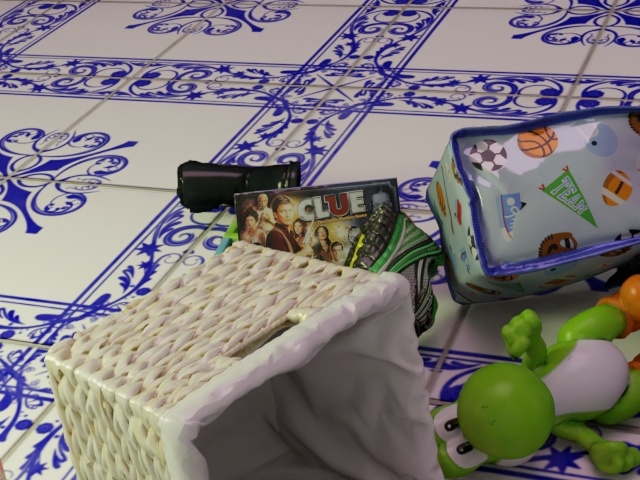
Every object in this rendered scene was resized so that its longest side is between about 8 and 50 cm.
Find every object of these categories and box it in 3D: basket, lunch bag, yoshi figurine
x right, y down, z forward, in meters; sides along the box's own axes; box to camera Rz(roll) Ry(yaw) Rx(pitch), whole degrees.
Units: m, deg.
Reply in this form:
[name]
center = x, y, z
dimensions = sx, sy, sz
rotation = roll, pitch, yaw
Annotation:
[basket]
center = -0.075, 0.218, 1.324
dimensions = 0.328, 0.331, 0.266
rotation = -31, 31, -36
[lunch bag]
center = 0.365, -0.047, 1.660
dimensions = 0.385, 0.239, 0.328
rotation = -13, -8, -4
[yoshi figurine]
center = 0.290, 0.176, 1.443
dimensions = 0.362, 0.203, 0.203
rotation = -24, 40, -21

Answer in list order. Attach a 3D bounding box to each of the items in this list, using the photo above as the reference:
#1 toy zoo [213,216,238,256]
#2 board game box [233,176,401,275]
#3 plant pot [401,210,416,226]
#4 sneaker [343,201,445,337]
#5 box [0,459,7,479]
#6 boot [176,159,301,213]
[toy zoo]
center = -0.083, 0.045, 1.916
dimensions = 0.192, 0.030, 0.293
rotation = 0, 30, 13
[board game box]
center = 0.000, 0.000, 1.786
dimensions = 0.243, 0.165, 0.042
rotation = -7, -1, -4
[plant pot]
center = 0.082, 0.011, 1.862
dimensions = 0.134, 0.134, 0.095
rotation = -9, 0, -4
[sneaker]
center = 0.089, 0.104, 1.645
dimensions = 0.146, 0.134, 0.343
rotation = 28, 55, -7
[box]
center = -0.481, 0.367, 1.326
dimensions = 0.154, 0.142, 0.300
rotation = 8, 33, 23
[boot]
center = -0.137, -0.087, 2.017
dimensions = 0.207, 0.094, 0.246
rotation = 1, 2, -4
